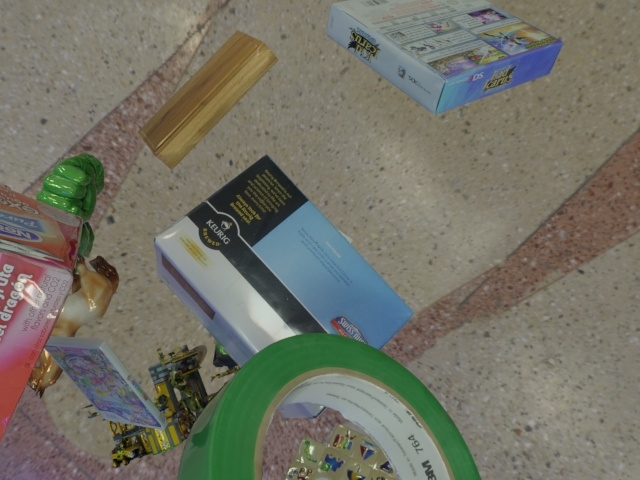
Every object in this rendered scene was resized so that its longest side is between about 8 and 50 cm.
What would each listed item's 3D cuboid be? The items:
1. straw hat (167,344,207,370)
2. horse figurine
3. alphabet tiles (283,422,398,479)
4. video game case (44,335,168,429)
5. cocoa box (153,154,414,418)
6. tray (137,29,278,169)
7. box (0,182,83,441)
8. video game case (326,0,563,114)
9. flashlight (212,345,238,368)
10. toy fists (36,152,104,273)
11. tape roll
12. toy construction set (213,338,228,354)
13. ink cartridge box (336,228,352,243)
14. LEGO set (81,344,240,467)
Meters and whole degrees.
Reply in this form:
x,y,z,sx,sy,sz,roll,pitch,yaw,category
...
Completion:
x,y,z,sx,sy,sz,roll,pitch,yaw,category
-0.379,0.323,1.598,0.061,0.144,0.144,35,83,19,straw hat
-0.418,0.104,0.954,0.174,0.066,0.263,30,44,11,horse figurine
0.042,0.605,1.324,0.285,0.011,0.342,26,84,-1,alphabet tiles
-0.211,0.140,0.578,0.087,0.011,0.122,-2,128,30,video game case
-0.070,0.085,0.965,0.228,0.231,0.347,-42,87,-21,cocoa box
-0.319,-0.397,1.627,0.411,0.203,0.076,-47,129,0,tray
-0.258,0.090,0.368,0.123,0.128,0.256,24,98,-25,box
0.189,-0.307,0.905,0.270,0.061,0.244,-24,53,-30,video game case
-0.210,0.187,1.564,0.103,0.103,0.304,13,46,-13,flashlight
-0.519,-0.041,1.213,0.096,0.142,0.279,23,117,3,toy fists
0.024,0.249,0.572,0.321,0.321,0.077,40,127,-3,tape roll
-0.076,0.250,1.352,0.309,0.237,0.257,27,83,-32,toy construction set
0.000,0.000,1.460,0.092,0.143,0.090,30,91,-47,ink cartridge box
-0.313,0.317,1.258,0.331,0.255,0.192,-17,81,-45,LEGO set
